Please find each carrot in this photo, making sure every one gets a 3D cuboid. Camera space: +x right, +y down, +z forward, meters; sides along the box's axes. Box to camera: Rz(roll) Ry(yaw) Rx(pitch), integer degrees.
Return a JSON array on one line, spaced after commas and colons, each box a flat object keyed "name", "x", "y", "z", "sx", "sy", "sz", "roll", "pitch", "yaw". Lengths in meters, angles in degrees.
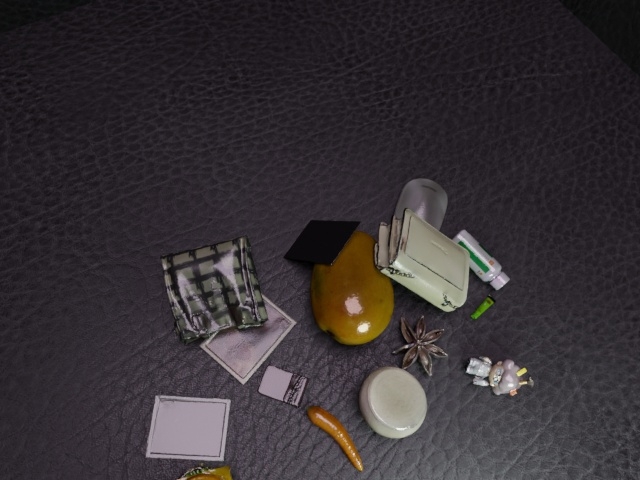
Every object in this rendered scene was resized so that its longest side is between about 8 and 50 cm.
[{"name": "carrot", "x": 0.058, "y": 0.648, "z": 1.654, "sx": 0.271, "sy": 0.062, "sz": 0.066, "roll": 42, "pitch": 36, "yaw": 8}]

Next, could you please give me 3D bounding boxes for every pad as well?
[{"name": "pad", "x": 0.000, "y": 0.000, "z": 1.830, "sx": 0.005, "sy": 0.300, "sz": 0.202, "roll": 49, "pitch": 64, "yaw": -29}]

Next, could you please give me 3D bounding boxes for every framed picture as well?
[{"name": "framed picture", "x": -0.434, "y": 0.619, "z": 1.636, "sx": 0.253, "sy": 0.014, "sz": 0.196, "roll": 5, "pitch": 67, "yaw": -4}, {"name": "framed picture", "x": -0.256, "y": 0.336, "z": 1.775, "sx": 0.211, "sy": 0.020, "sz": 0.289, "roll": 39, "pitch": 68, "yaw": 10}]

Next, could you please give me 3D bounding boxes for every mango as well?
[{"name": "mango", "x": 0.115, "y": 0.156, "z": 1.780, "sx": 0.300, "sy": 0.232, "sz": 0.445, "roll": 6, "pitch": 60, "yaw": 0}]

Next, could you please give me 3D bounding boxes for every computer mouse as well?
[{"name": "computer mouse", "x": 0.400, "y": -0.110, "z": 1.995, "sx": 0.197, "sy": 0.095, "sz": 0.330, "roll": 18, "pitch": 66, "yaw": 7}]

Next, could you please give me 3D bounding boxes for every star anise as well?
[{"name": "star anise", "x": 0.368, "y": 0.381, "z": 1.789, "sx": 0.197, "sy": 0.073, "sz": 0.212, "roll": 17, "pitch": 69, "yaw": 6}]

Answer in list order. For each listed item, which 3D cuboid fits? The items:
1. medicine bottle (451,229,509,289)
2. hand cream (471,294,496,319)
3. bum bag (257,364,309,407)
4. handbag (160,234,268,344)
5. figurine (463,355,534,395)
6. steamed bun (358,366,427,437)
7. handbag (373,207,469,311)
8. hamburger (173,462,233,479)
[{"name": "medicine bottle", "x": 0.619, "y": 0.077, "z": 1.933, "sx": 0.095, "sy": 0.095, "sz": 0.260, "roll": -36, "pitch": 74, "yaw": -18}, {"name": "hand cream", "x": 0.623, "y": 0.257, "z": 1.896, "sx": 0.122, "sy": 0.023, "sz": 0.036, "roll": -37, "pitch": 72, "yaw": -23}, {"name": "bum bag", "x": -0.129, "y": 0.501, "z": 1.712, "sx": 0.160, "sy": 0.026, "sz": 0.109, "roll": 18, "pitch": 67, "yaw": 2}, {"name": "handbag", "x": -0.377, "y": 0.173, "z": 1.752, "sx": 0.326, "sy": 0.162, "sz": 0.326, "roll": -14, "pitch": 72, "yaw": -4}, {"name": "figurine", "x": 0.629, "y": 0.478, "z": 1.758, "sx": 0.229, "sy": 0.112, "sz": 0.137, "roll": 17, "pitch": 94, "yaw": 9}, {"name": "steamed bun", "x": 0.235, "y": 0.548, "z": 1.664, "sx": 0.232, "sy": 0.145, "sz": 0.231, "roll": 8, "pitch": 54, "yaw": -11}, {"name": "handbag", "x": 0.367, "y": 0.081, "z": 1.786, "sx": 0.359, "sy": 0.160, "sz": 0.236, "roll": 31, "pitch": 49, "yaw": -25}, {"name": "hamburger", "x": -0.350, "y": 0.812, "z": 1.494, "sx": 0.243, "sy": 0.138, "sz": 0.261, "roll": -9, "pitch": 68, "yaw": -8}]
